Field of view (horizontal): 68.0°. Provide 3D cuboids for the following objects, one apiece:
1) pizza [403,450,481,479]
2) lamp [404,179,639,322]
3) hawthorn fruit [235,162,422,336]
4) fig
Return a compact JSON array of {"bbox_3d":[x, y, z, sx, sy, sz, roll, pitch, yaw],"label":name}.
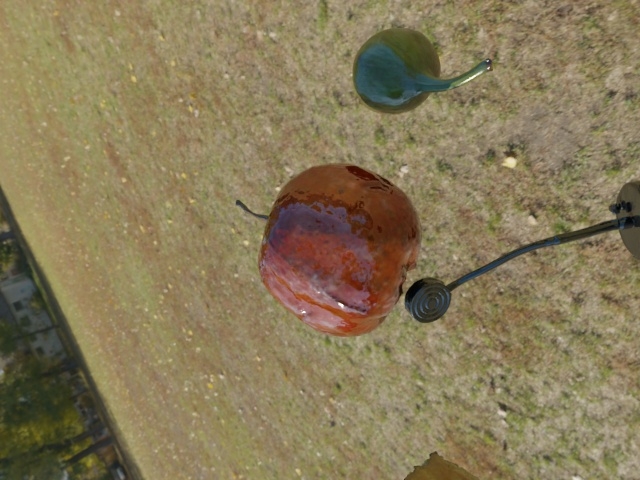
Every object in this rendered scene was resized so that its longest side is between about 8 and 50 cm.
[{"bbox_3d":[0.113,0.256,0.233,0.268,0.258,0.087,29,113,30],"label":"pizza"},{"bbox_3d":[0.301,0.029,0.654,0.108,0.372,0.130,-119,11,-60],"label":"lamp"},{"bbox_3d":[0.000,0.000,0.661,0.272,0.241,0.241,25,140,3],"label":"hawthorn fruit"},{"bbox_3d":[0.159,-0.260,0.747,0.245,0.149,0.149,33,138,48],"label":"fig"}]
